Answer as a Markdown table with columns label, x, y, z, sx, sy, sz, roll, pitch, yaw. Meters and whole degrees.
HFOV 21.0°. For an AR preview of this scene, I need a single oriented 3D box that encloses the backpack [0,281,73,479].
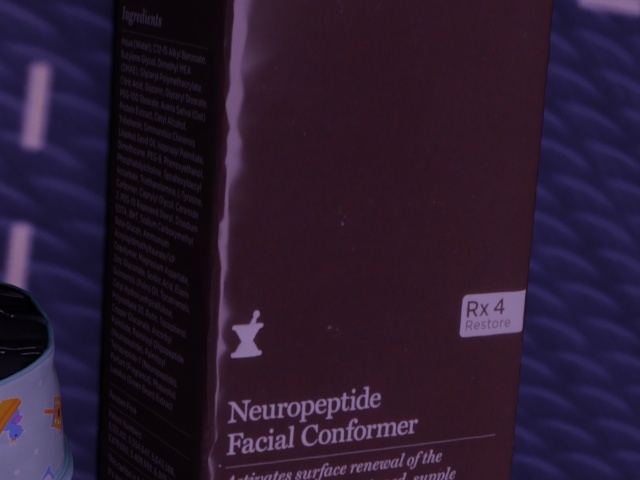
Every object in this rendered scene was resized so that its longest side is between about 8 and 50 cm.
| label | x | y | z | sx | sy | sz | roll | pitch | yaw |
| --- | --- | --- | --- | --- | --- | --- | --- | --- | --- |
| backpack | -0.206 | 0.091 | 0.773 | 0.188 | 0.166 | 0.144 | -21 | 113 | -21 |

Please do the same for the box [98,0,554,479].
| label | x | y | z | sx | sy | sz | roll | pitch | yaw |
| --- | --- | --- | --- | --- | --- | --- | --- | --- | --- |
| box | 0.000 | 0.000 | 0.890 | 0.191 | 0.143 | 0.381 | -4 | 102 | -29 |
